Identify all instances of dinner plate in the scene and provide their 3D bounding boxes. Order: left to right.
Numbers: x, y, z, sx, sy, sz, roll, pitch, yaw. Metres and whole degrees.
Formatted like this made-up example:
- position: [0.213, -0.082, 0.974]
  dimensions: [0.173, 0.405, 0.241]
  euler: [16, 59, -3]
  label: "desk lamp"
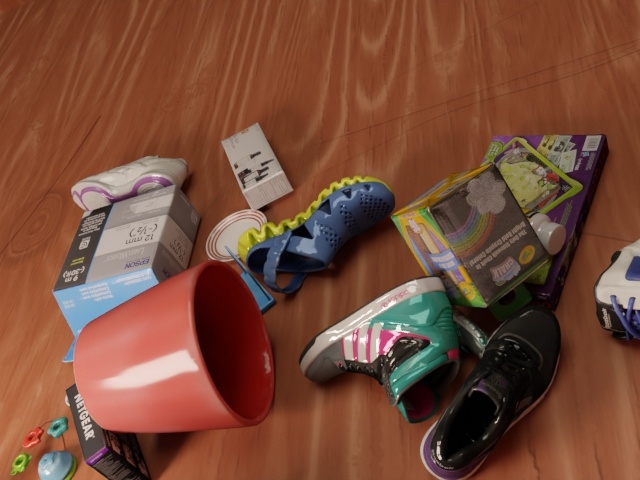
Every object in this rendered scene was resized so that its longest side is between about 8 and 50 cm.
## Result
- position: [-0.170, -0.008, 1.652]
  dimensions: [0.141, 0.017, 0.141]
  euler: [-18, 43, 18]
  label: "dinner plate"

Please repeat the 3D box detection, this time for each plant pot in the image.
- position: [-0.240, 0.189, 1.295]
  dimensions: [0.243, 0.275, 0.275]
  euler: [-17, 43, 17]
  label: "plant pot"

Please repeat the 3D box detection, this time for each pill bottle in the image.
- position: [0.316, -0.017, 1.242]
  dimensions: [0.116, 0.065, 0.065]
  euler: [23, 65, 44]
  label: "pill bottle"

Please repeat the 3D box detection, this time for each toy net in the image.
- position: [-0.467, 0.338, 1.479]
  dimensions: [0.122, 0.045, 0.232]
  euler: [-3, 46, 33]
  label: "toy net"

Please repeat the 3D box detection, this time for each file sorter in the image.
- position: [-0.195, 0.110, 1.483]
  dimensions: [0.170, 0.104, 0.118]
  euler: [-39, 41, -8]
  label: "file sorter"

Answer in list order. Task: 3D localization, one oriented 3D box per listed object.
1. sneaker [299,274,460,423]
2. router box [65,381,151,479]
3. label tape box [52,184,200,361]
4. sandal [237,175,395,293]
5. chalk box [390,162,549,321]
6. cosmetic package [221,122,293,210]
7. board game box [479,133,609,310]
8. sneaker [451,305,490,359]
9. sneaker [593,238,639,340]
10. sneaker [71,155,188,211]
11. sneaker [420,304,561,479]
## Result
- position: [0.097, 0.196, 1.203]
  dimensions: [0.295, 0.124, 0.178]
  euler: [-39, 60, 36]
  label: "sneaker"
- position: [-0.356, 0.328, 1.345]
  dimensions: [0.046, 0.133, 0.179]
  euler: [-36, 40, -4]
  label: "router box"
- position: [-0.409, 0.065, 1.660]
  dimensions: [0.249, 0.115, 0.347]
  euler: [-14, 42, 21]
  label: "label tape box"
- position: [0.000, 0.000, 1.466]
  dimensions: [0.317, 0.126, 0.138]
  euler: [-31, 43, 15]
  label: "sandal"
- position: [0.229, 0.015, 1.180]
  dimensions: [0.132, 0.213, 0.132]
  euler: [-34, 8, -17]
  label: "chalk box"
- position: [-0.141, -0.166, 1.748]
  dimensions: [0.099, 0.060, 0.239]
  euler: [-26, 38, -2]
  label: "cosmetic package"
- position: [0.336, -0.043, 1.341]
  dimensions: [0.208, 0.056, 0.346]
  euler: [8, 54, 33]
  label: "board game box"
- position: [0.205, 0.149, 1.232]
  dimensions: [0.076, 0.065, 0.166]
  euler: [-51, 37, 4]
  label: "sneaker"
- position: [0.473, 0.098, 1.065]
  dimensions: [0.182, 0.127, 0.315]
  euler: [-28, 33, 11]
  label: "sneaker"
- position: [-0.444, -0.128, 1.900]
  dimensions: [0.305, 0.114, 0.152]
  euler: [-6, 33, 23]
  label: "sneaker"
- position: [0.244, 0.199, 1.075]
  dimensions: [0.107, 0.124, 0.283]
  euler: [33, 73, 16]
  label: "sneaker"
